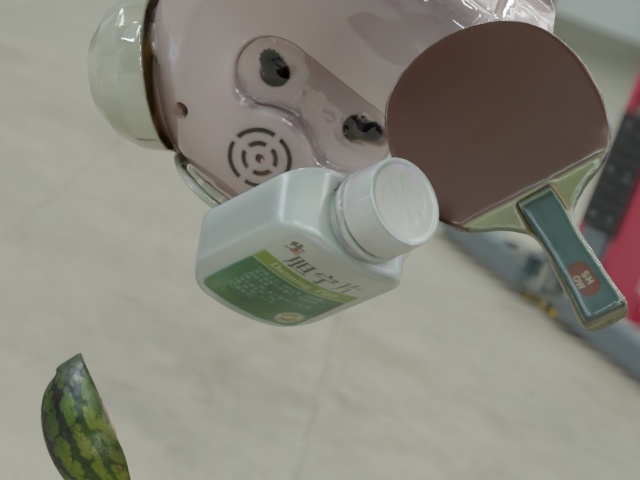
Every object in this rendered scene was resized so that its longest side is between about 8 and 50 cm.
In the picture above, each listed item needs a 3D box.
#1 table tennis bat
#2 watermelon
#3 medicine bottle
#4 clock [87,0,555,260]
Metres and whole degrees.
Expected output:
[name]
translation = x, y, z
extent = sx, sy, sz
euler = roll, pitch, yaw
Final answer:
[table tennis bat]
translation = 0.141, -0.049, 1.351
extent = 0.274, 0.154, 0.021
euler = 64, 4, 35
[watermelon]
translation = -0.235, 0.192, 1.885
extent = 0.069, 0.163, 0.087
euler = -21, -7, -7
[medicine bottle]
translation = 0.000, 0.000, 1.379
extent = 0.119, 0.069, 0.183
euler = 29, -36, -31
[clock]
translation = -0.003, -0.149, 1.669
extent = 0.342, 0.326, 0.184
euler = 42, 29, -2
